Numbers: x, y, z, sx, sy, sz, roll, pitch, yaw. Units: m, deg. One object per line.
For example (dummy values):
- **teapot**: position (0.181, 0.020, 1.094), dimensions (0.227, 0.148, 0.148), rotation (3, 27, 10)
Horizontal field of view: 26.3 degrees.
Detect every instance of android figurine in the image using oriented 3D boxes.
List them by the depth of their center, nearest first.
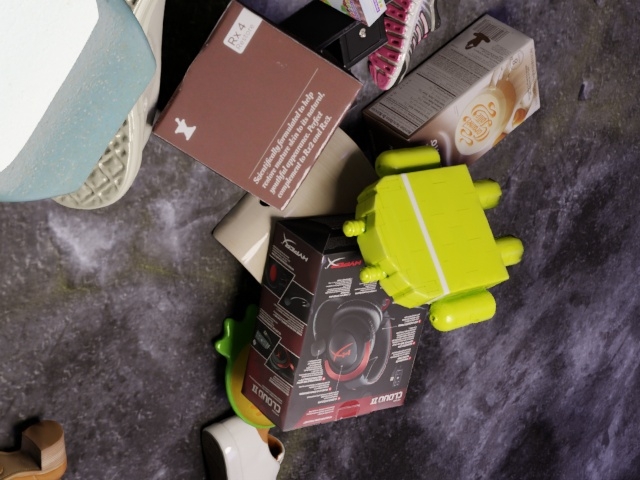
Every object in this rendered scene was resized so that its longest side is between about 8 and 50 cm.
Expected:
- **android figurine**: position (0.144, -0.006, 1.766), dimensions (0.272, 0.248, 0.056), rotation (-13, 168, -40)

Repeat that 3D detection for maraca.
- **maraca**: position (-0.084, 0.180, 1.941), dimensions (0.127, 0.099, 0.186), rotation (-32, 114, -29)

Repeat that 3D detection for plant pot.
- **plant pot**: position (-0.298, -0.171, 1.208), dimensions (0.252, 0.248, 0.247), rotation (31, 96, -41)

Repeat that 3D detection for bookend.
- **bookend**: position (0.023, -0.226, 1.725), dimensions (0.156, 0.072, 0.157), rotation (-37, 143, -22)

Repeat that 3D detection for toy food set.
- **toy food set**: position (0.000, 0.000, 1.899), dimensions (0.220, 0.092, 0.306), rotation (-46, 137, -8)

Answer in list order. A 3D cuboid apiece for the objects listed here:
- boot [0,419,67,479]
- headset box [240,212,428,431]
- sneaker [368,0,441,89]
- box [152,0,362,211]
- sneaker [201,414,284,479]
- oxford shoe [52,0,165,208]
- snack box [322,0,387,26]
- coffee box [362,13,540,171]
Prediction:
- **boot**: position (-0.405, 0.320, 1.718), dimensions (0.197, 0.073, 0.152), rotation (-19, 139, -32)
- **headset box**: position (0.026, 0.117, 1.844), dimensions (0.218, 0.110, 0.293), rotation (-7, 120, -38)
- **sneaker**: position (0.119, -0.277, 1.797), dimensions (0.074, 0.063, 0.170), rotation (-3, 117, -40)
- **box**: position (-0.070, -0.155, 1.526), dimensions (0.168, 0.167, 0.203), rotation (-57, -173, 7)
- **sneaker**: position (-0.100, 0.373, 2.075), dimensions (0.123, 0.106, 0.290), rotation (-27, 136, -28)
- **oxford shoe**: position (-0.224, -0.254, 1.386), dimensions (0.130, 0.169, 0.450), rotation (-76, 174, -66)
- **snack box**: position (0.017, -0.327, 1.605), dimensions (0.037, 0.100, 0.141), rotation (-44, 143, -14)
- **coffee box**: position (0.187, -0.184, 1.925), dimensions (0.246, 0.098, 0.141), rotation (-40, 142, -18)
